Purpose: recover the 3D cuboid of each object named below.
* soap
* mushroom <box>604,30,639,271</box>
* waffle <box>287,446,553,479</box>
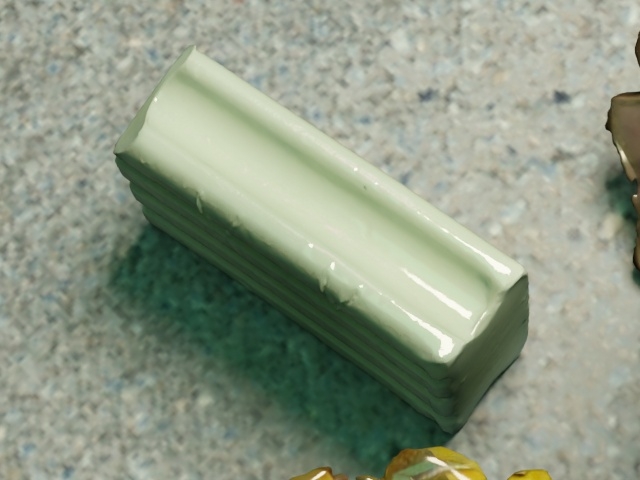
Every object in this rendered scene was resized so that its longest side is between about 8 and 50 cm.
[{"bbox_3d":[0.000,0.000,0.813,0.198,0.119,0.066,34,75,17],"label":"soap"},{"bbox_3d":[0.223,-0.035,0.797,0.117,0.141,0.188,-11,94,-24],"label":"mushroom"},{"bbox_3d":[0.001,0.183,0.609,0.262,0.060,0.280,12,53,30],"label":"waffle"}]
